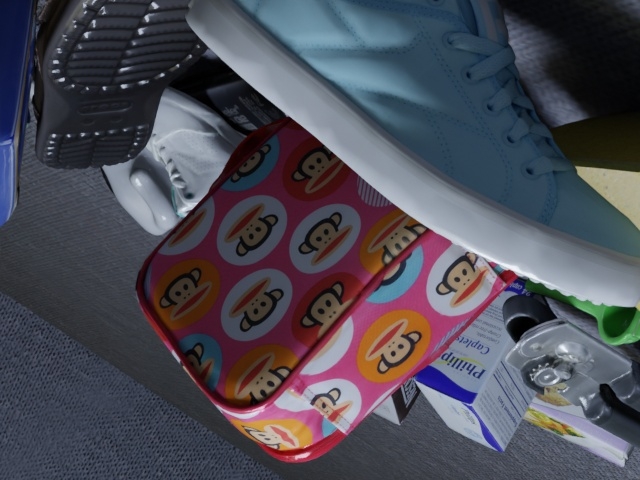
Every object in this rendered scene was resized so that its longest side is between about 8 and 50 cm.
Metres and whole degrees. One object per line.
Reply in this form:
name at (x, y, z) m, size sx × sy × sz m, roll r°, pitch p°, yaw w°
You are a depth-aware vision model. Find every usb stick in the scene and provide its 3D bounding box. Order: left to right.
usb stick at (-0.081, -0.125, 1.570) m, size 0.077 × 0.045 × 0.278 m, roll 44°, pitch 161°, yaw -19°

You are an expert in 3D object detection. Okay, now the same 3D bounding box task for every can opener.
can opener at (0.282, 0.129, 1.626) m, size 0.283 × 0.095 × 0.076 m, roll 30°, pitch 125°, yaw -35°

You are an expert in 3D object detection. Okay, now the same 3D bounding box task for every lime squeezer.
lime squeezer at (0.301, 0.075, 1.496) m, size 0.310 × 0.059 × 0.110 m, roll 21°, pitch -166°, yaw 30°

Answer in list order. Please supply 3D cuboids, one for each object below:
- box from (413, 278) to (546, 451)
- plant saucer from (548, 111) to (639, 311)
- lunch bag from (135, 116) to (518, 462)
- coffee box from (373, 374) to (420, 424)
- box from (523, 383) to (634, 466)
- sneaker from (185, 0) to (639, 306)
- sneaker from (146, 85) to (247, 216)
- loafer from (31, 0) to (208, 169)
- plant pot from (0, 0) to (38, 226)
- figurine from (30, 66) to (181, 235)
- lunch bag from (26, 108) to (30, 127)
box at (0.168, 0.118, 1.679) m, size 0.072 × 0.137 × 0.126 m, roll 22°, pitch 162°, yaw 31°
plant saucer at (0.336, 0.016, 1.168) m, size 0.332 × 0.081 × 0.333 m, roll 9°, pitch 153°, yaw 51°
lunch bag at (0.000, 0.000, 1.319) m, size 0.258 × 0.293 × 0.120 m, roll 47°, pitch 179°, yaw 44°
coffee box at (0.053, 0.041, 1.602) m, size 0.119 × 0.168 × 0.297 m, roll 26°, pitch 163°, yaw 17°
box at (0.196, 0.140, 1.832) m, size 0.324 × 0.067 × 0.063 m, roll 26°, pitch 163°, yaw 19°
sneaker at (0.081, -0.104, 1.101) m, size 0.366 × 0.150 × 0.135 m, roll 37°, pitch -163°, yaw 12°
sneaker at (-0.115, -0.066, 1.547) m, size 0.212 × 0.094 × 0.080 m, roll 31°, pitch 163°, yaw 18°
loafer at (-0.183, -0.182, 1.411) m, size 0.134 × 0.130 × 0.366 m, roll -5°, pitch 160°, yaw -24°
plant pot at (-0.358, -0.137, 1.469) m, size 0.212 × 0.236 × 0.236 m, roll 6°, pitch 156°, yaw -8°
figurine at (-0.222, -0.108, 1.739) m, size 0.209 × 0.092 × 0.215 m, roll 40°, pitch 179°, yaw -13°
lunch bag at (-0.438, -0.190, 1.762) m, size 0.303 × 0.115 × 0.243 m, roll 35°, pitch -168°, yaw -26°
